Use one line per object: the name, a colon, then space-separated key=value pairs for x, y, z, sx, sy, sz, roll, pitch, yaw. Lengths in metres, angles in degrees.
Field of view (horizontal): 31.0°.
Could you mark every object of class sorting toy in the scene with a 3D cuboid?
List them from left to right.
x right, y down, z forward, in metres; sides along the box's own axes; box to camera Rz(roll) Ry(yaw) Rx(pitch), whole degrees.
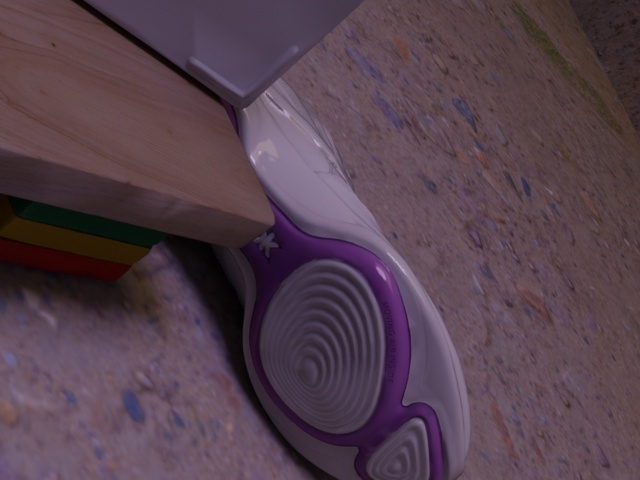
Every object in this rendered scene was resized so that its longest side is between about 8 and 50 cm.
sorting toy: x=-0.170 y=-0.106 z=0.508 sx=0.257 sy=0.089 sz=0.255 roll=15 pitch=43 yaw=-57

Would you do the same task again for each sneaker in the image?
sneaker: x=0.000 y=0.000 z=0.657 sx=0.305 sy=0.114 sz=0.152 roll=58 pitch=23 yaw=10

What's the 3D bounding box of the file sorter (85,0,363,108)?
file sorter: x=-0.078 y=-0.235 z=0.512 sx=0.277 sy=0.193 sz=0.173 roll=32 pitch=27 yaw=-42
